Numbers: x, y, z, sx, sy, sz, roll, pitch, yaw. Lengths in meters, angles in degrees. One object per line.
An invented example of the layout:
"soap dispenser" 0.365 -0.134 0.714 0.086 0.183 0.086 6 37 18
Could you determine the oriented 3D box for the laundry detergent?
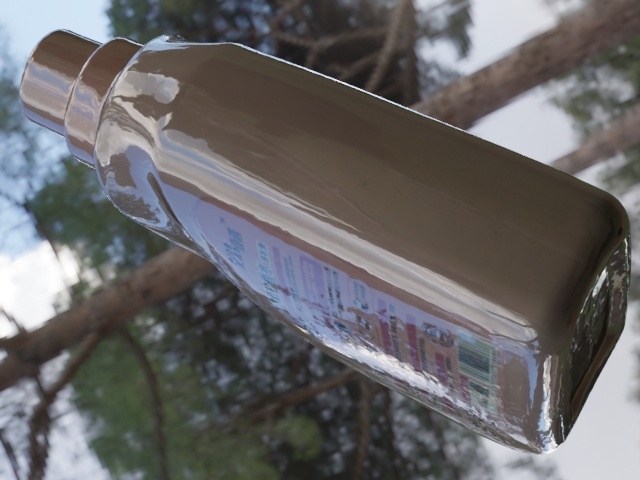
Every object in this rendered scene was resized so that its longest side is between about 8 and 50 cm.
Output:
"laundry detergent" 0.000 0.000 0.630 0.076 0.237 0.171 -59 -21 -20
